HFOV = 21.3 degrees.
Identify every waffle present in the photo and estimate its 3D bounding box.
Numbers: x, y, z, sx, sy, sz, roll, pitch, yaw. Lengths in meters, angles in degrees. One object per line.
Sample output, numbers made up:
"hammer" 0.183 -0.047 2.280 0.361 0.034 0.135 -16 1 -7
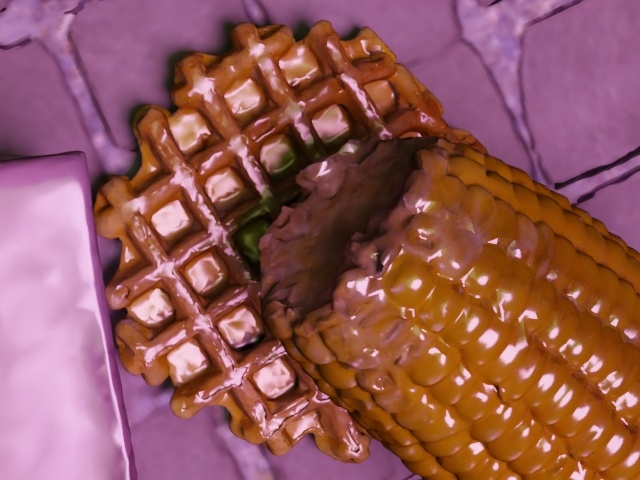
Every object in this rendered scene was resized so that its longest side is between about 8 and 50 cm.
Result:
"waffle" -0.005 0.002 0.705 0.191 0.038 0.191 -1 95 -11

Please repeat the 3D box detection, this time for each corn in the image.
"corn" 0.124 0.084 0.668 0.344 0.131 0.131 41 86 -24

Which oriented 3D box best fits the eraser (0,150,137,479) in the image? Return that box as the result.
"eraser" -0.245 0.119 0.629 0.359 0.122 0.272 -11 94 -11
